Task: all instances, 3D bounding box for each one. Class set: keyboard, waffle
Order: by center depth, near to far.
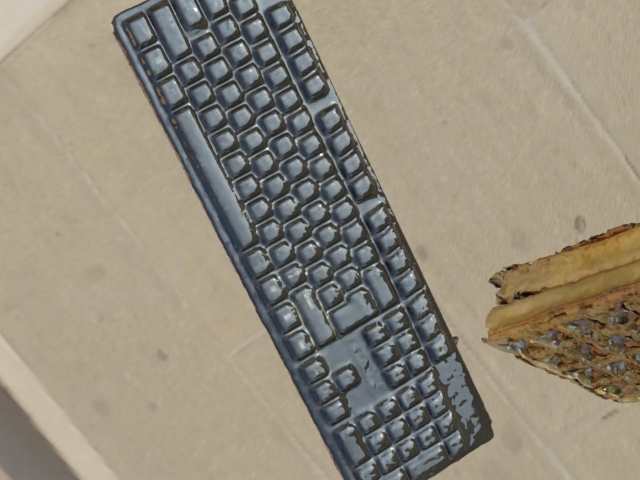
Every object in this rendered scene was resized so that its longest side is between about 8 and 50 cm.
[{"bbox_3d":[0.000,0.000,0.632,0.101,0.018,0.310,-29,105,-14],"label":"keyboard"},{"bbox_3d":[0.325,0.068,1.103,0.212,0.091,0.308,24,153,-24],"label":"waffle"}]
